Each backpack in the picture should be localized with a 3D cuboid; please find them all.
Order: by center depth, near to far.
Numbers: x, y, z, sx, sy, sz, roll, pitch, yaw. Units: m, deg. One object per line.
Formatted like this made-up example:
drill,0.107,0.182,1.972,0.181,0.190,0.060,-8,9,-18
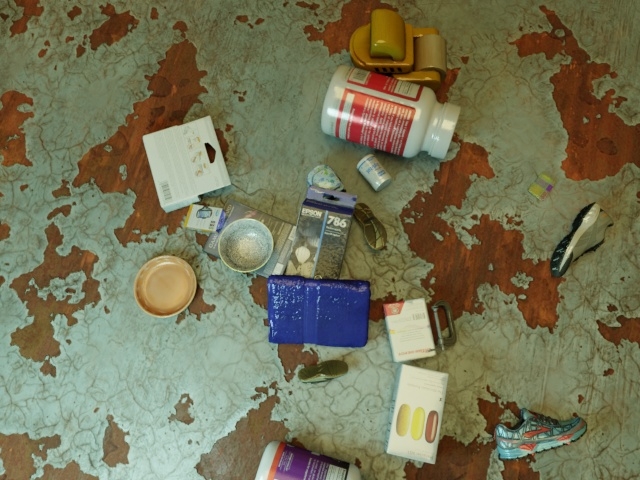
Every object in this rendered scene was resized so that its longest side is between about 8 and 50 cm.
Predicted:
backpack,0.012,-0.188,1.802,0.105,0.084,0.114,-31,74,-8

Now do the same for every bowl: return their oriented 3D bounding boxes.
bowl,-0.226,0.024,1.731,0.170,0.080,0.170,-1,74,3

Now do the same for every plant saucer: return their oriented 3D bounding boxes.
plant saucer,-0.487,0.146,1.756,0.200,0.037,0.199,-1,74,3

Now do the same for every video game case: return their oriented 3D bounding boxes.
video game case,-0.217,-0.002,1.792,0.274,0.026,0.196,22,77,9

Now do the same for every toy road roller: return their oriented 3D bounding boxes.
toy road roller,0.261,-0.631,1.833,0.330,0.240,0.202,1,75,3

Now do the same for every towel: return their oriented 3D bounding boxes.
towel,-0.006,0.208,1.668,0.308,0.076,0.227,4,112,4
towel,0.720,-0.174,1.808,0.060,0.009,0.083,36,78,12

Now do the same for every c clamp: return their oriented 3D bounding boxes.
c clamp,0.364,0.253,1.658,0.137,0.022,0.160,13,64,-39

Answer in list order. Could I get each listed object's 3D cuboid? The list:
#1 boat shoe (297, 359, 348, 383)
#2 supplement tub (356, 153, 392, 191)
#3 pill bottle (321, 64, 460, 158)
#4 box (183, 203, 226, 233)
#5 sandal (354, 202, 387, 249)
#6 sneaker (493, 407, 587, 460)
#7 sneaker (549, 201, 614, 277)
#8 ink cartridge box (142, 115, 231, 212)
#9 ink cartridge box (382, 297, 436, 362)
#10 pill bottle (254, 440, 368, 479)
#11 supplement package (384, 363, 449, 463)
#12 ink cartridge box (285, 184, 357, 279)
boat shoe,0.010,0.395,1.661,0.152,0.049,0.056,-9,56,4
supplement tub,0.175,-0.221,1.812,0.071,0.071,0.107,-36,76,-7
pill bottle,0.224,-0.400,1.778,0.408,0.229,0.229,18,76,7
box,-0.369,-0.070,1.799,0.136,0.028,0.081,10,73,17
sandal,0.158,-0.043,1.779,0.072,0.049,0.180,-23,60,-10
sneaker,0.619,0.530,1.571,0.262,0.104,0.125,-16,73,-2
sneaker,0.807,0.008,1.710,0.108,0.100,0.271,38,79,6
ink cartridge box,-0.442,-0.258,1.854,0.239,0.060,0.275,-18,74,-4
ink cartridge box,0.265,0.271,1.671,0.128,0.072,0.175,-9,74,0
pill bottle,-0.013,0.678,1.515,0.323,0.181,0.181,15,76,6
supplement package,0.271,0.488,1.579,0.139,0.134,0.244,10,75,6
ink cartridge box,0.000,0.000,1.721,0.166,0.065,0.332,12,90,6
